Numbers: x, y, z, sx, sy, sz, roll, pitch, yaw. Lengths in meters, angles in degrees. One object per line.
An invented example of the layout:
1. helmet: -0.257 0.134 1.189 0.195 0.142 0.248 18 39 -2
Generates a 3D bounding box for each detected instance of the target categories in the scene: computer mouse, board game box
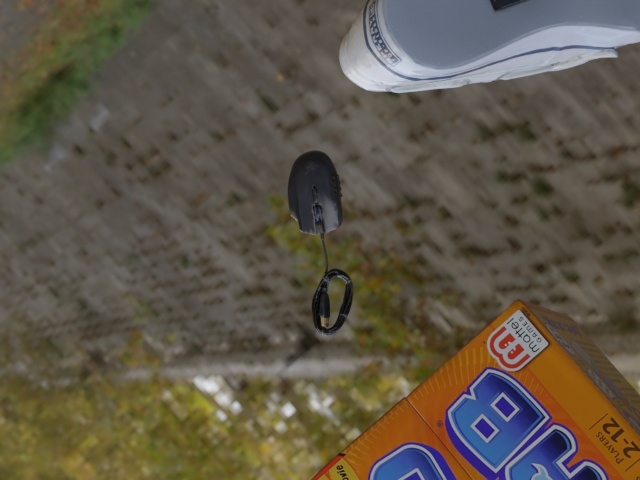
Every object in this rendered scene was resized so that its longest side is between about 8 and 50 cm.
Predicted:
1. computer mouse: 0.000 0.000 1.827 0.071 0.242 0.041 -9 167 5
2. board game box: 0.263 0.329 1.777 0.356 0.356 0.356 -43 162 10

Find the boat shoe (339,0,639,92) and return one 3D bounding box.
1. boat shoe: 0.175 -0.200 1.306 0.367 0.136 0.156 -21 178 -28
